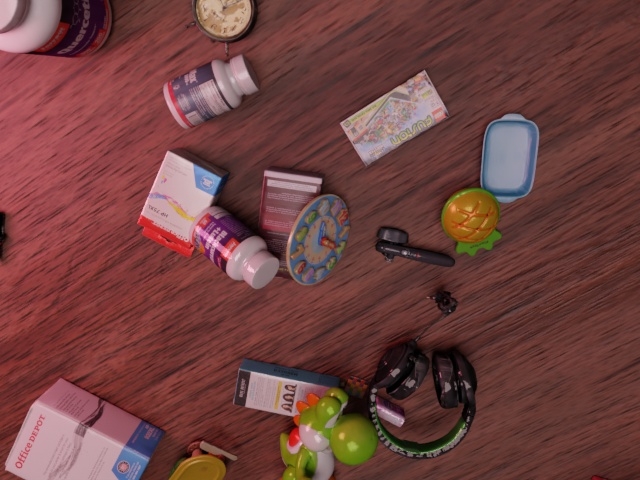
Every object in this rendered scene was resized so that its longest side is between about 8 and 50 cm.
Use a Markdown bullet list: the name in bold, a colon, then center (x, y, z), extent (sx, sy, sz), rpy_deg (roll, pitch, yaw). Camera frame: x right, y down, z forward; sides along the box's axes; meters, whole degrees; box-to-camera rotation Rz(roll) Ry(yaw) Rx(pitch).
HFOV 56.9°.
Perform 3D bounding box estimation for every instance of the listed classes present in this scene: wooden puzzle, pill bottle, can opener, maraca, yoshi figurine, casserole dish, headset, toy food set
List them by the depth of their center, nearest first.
- **pill bottle**: center (-0.541, -0.445, 1.118), extent (0.181, 0.323, 0.182), rpy_deg (1, 105, 4)
- **pill bottle**: center (-0.225, -0.317, 1.240), extent (0.180, 0.108, 0.108), rpy_deg (-22, 102, 9)
- **casserole dish**: center (0.401, -0.177, 1.266), extent (0.114, 0.037, 0.188), rpy_deg (2, 106, 4)
- **pill bottle**: center (-0.183, 0.018, 1.268), extent (0.193, 0.108, 0.108), rpy_deg (36, 107, 26)
- **maraca**: center (0.330, -0.039, 1.281), extent (0.127, 0.099, 0.186), rpy_deg (-19, 129, 11)
- **can opener**: center (0.211, 0.027, 1.324), extent (0.186, 0.059, 0.073), rpy_deg (17, 105, 0)
- **headset**: center (0.243, 0.308, 1.331), extent (0.243, 0.185, 0.394), rpy_deg (11, 94, 1)
- **yoshi figurine**: center (0.022, 0.501, 1.355), extent (0.203, 0.204, 0.362), rpy_deg (8, 124, -13)
- **wooden puzzle**: center (0.089, 0.360, 1.450), extent (0.083, 0.006, 0.049), rpy_deg (20, 106, -1)
- **toy food set**: center (-0.312, 0.577, 1.515), extent (0.128, 0.071, 0.218), rpy_deg (29, 109, -28)

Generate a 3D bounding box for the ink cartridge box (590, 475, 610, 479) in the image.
- **ink cartridge box**: center (0.736, 0.680, 1.365), extent (0.172, 0.237, 0.100), rpy_deg (16, 106, 0)

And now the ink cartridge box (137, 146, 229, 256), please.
- **ink cartridge box**: center (-0.316, -0.075, 1.327), extent (0.134, 0.078, 0.231), rpy_deg (26, 106, -3)

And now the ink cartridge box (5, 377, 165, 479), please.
- **ink cartridge box**: center (-0.587, 0.526, 1.483), extent (0.307, 0.129, 0.223), rpy_deg (29, 106, -4)

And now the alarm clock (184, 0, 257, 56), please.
- **alarm clock**: center (-0.185, -0.491, 1.213), extent (0.129, 0.064, 0.192), rpy_deg (34, 107, -5)

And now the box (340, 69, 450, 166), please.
- **box**: center (0.158, -0.260, 1.262), extent (0.207, 0.036, 0.114), rpy_deg (-31, 101, 11)

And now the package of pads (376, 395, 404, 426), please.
- **package of pads**: center (0.164, 0.415, 1.436), extent (0.083, 0.050, 0.032), rpy_deg (28, 105, -3)

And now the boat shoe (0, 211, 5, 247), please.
- **boat shoe**: center (-0.774, -0.006, 1.396), extent (0.042, 0.049, 0.133), rpy_deg (8, 101, 10)

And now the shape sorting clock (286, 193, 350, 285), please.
- **shape sorting clock**: center (0.000, 0.000, 1.271), extent (0.040, 0.206, 0.206), rpy_deg (17, 108, 32)

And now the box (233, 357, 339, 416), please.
- **box**: center (-0.082, 0.365, 1.436), extent (0.244, 0.060, 0.101), rpy_deg (11, 106, 1)

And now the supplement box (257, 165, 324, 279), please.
- **supplement box**: center (-0.070, -0.036, 1.321), extent (0.130, 0.073, 0.239), rpy_deg (9, 105, 2)
